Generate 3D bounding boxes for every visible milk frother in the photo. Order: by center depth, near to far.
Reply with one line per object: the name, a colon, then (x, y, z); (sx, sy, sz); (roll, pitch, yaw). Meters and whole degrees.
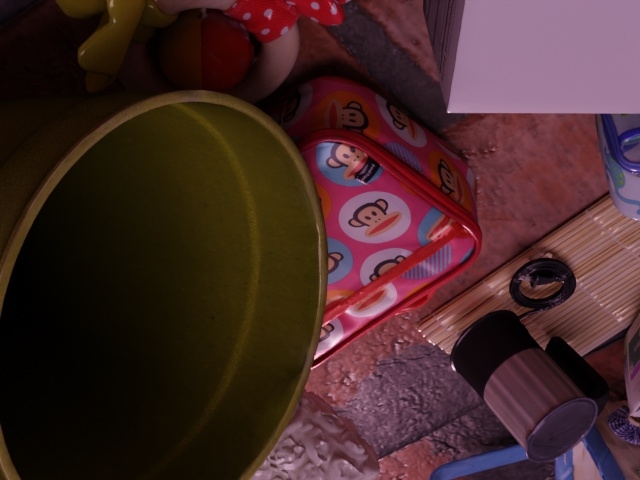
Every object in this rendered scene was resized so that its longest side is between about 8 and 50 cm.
milk frother: (0.215, 0.111, 1.757); (0.129, 0.135, 0.143); (-23, 140, -22)

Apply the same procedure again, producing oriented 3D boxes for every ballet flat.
ballet flat: (-0.140, 0.142, 1.704); (0.409, 0.147, 0.147); (16, 138, 26)

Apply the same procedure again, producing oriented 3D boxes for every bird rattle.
bird rattle: (-0.092, -0.190, 1.543); (0.253, 0.143, 0.207); (-11, 145, -9)

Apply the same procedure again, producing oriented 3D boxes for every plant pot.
plant pot: (-0.244, 0.028, 1.526); (0.353, 0.366, 0.366); (16, 146, 40)

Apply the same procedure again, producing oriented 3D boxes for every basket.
basket: (0.280, 0.286, 1.876); (0.289, 0.255, 0.201); (-21, 134, -8)

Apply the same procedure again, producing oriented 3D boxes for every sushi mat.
sushi mat: (0.257, 0.048, 1.806); (0.316, 0.019, 0.151); (-37, 125, 28)

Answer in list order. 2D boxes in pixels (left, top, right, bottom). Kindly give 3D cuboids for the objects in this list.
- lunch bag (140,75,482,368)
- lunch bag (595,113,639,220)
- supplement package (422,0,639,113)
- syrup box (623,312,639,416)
lunch bag: (0.000, 0.000, 1.696); (0.258, 0.120, 0.293); (34, 126, -32)
lunch bag: (0.350, -0.100, 1.566); (0.219, 0.176, 0.090); (-7, 133, 6)
supplement package: (0.230, -0.221, 1.461); (0.262, 0.145, 0.204); (0, 132, -7)
syrup box: (0.427, 0.122, 1.805); (0.237, 0.096, 0.093); (4, 153, -6)
